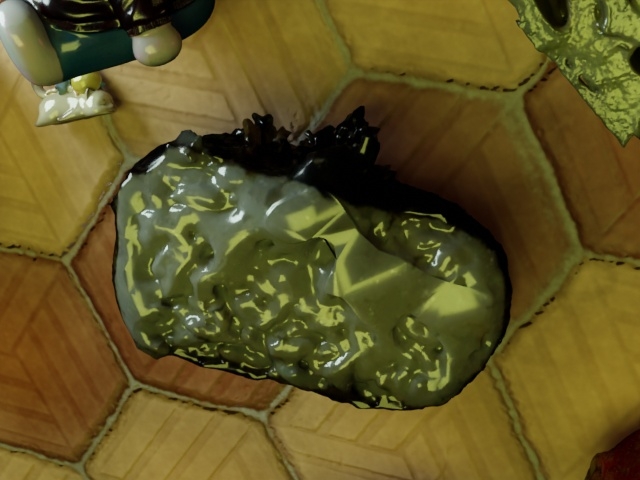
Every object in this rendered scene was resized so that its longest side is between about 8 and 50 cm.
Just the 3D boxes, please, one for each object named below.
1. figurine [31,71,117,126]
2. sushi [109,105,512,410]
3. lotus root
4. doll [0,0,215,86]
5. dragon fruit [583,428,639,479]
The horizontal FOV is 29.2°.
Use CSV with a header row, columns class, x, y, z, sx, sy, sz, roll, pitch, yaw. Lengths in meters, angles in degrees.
class,x,y,z,sx,sy,sz,roll,pitch,yaw
figurine,-0.231,-0.135,1.143,0.083,0.047,0.051,-9,100,19
sushi,0.000,0.000,1.034,0.348,0.207,0.234,18,108,5
lotus root,0.233,-0.153,0.915,0.138,0.119,0.235,-32,99,30
doll,-0.175,-0.302,0.936,0.240,0.284,0.310,-20,128,-13
dragon fruit,0.321,0.203,1.064,0.125,0.125,0.246,36,110,-31
